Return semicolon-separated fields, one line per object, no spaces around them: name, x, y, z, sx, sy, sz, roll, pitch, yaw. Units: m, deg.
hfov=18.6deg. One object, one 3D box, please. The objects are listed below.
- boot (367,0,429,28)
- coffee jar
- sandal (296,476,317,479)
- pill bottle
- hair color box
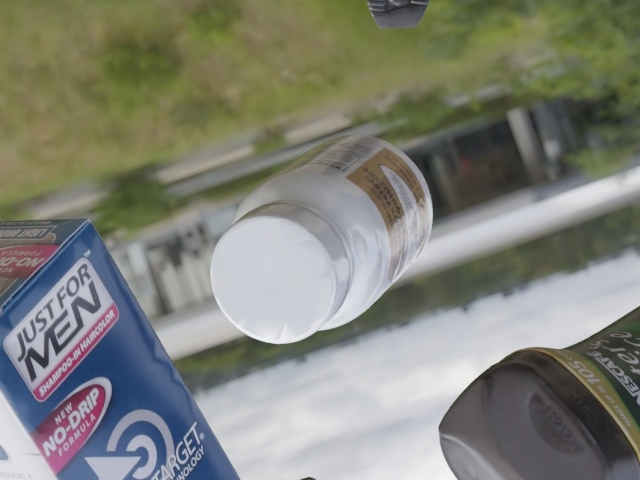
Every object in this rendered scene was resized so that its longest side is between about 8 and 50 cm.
boot;0.073;-0.314;1.902;0.077;0.198;0.137;1;-163;-3
coffee jar;0.141;0.086;0.934;0.184;0.096;0.079;-16;149;-48
sandal;-0.068;0.124;0.615;0.179;0.040;0.067;-20;176;-31
pill bottle;0.000;0.000;1.564;0.131;0.131;0.229;-20;-172;23
hair color box;-0.132;0.154;1.082;0.174;0.347;0.105;-1;-143;41
